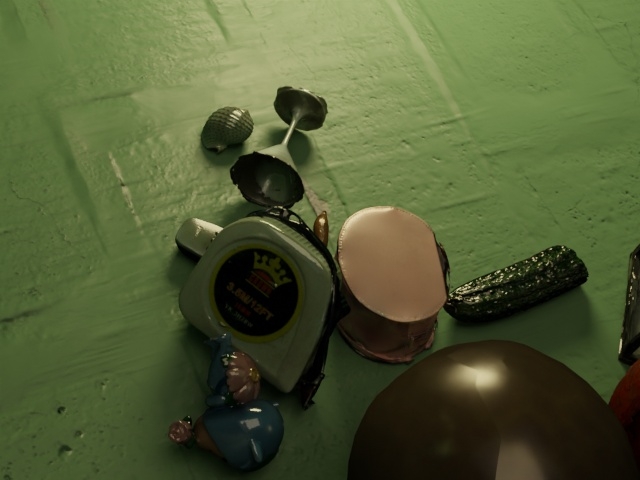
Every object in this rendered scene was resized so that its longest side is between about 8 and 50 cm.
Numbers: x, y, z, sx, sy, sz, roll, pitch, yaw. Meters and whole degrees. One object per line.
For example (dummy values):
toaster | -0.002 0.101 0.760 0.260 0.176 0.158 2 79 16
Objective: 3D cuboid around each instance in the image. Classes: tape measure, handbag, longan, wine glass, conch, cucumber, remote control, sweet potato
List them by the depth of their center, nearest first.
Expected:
longan | 0.211 0.316 1.190 0.404 0.336 0.405 26 50 -36
tape measure | -0.051 0.078 1.358 0.235 0.115 0.207 36 99 8
handbag | 0.098 0.064 1.448 0.179 0.116 0.205 2 57 -16
remote control | -0.107 0.035 1.452 0.222 0.042 0.072 26 55 0
sweet potato | 0.000 0.000 1.517 0.026 0.026 0.115 10 57 -10
cucumber | 0.303 0.073 1.532 0.265 0.077 0.077 -21 66 -24
wine glass | -0.055 -0.151 1.547 0.122 0.122 0.183 22 53 -1
conch | -0.148 -0.182 1.575 0.076 0.057 0.085 33 53 22

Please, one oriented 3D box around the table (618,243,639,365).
table | 0.675 0.093 1.500 0.334 0.272 0.222 21 55 -2

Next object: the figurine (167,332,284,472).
figurine | -0.128 0.215 1.285 0.144 0.114 0.178 -15 86 -3

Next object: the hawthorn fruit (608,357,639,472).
hawthorn fruit | 0.545 0.264 1.353 0.315 0.316 0.316 8 56 -11
